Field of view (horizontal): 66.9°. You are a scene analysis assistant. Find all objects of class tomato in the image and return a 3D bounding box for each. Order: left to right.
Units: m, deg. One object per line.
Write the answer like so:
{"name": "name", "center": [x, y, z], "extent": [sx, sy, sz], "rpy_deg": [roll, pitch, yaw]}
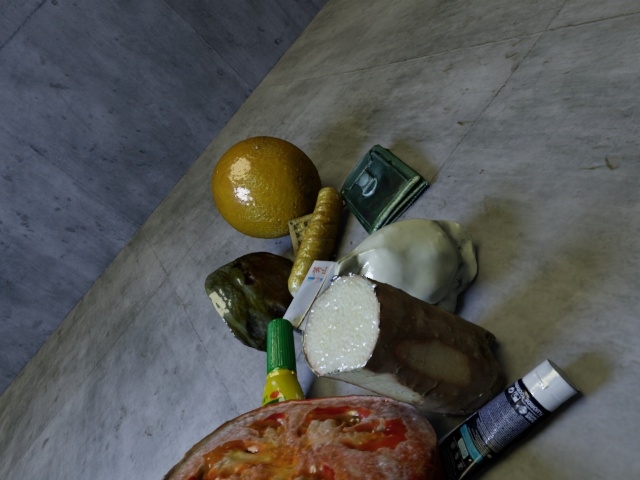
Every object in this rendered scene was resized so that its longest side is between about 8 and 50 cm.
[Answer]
{"name": "tomato", "center": [-0.013, 0.308, 0.562], "extent": [0.338, 0.144, 0.338], "rpy_deg": [-10, 7, 1]}

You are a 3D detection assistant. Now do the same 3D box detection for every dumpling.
{"name": "dumpling", "center": [0.133, 0.051, 0.721], "extent": [0.250, 0.163, 0.132], "rpy_deg": [-22, -1, -21]}

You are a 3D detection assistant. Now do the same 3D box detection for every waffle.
{"name": "waffle", "center": [-0.001, -0.027, 1.165], "extent": [0.152, 0.098, 0.023], "rpy_deg": [-20, 21, -16]}

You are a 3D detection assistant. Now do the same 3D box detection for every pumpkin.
{"name": "pumpkin", "center": [-0.147, 0.083, 1.070], "extent": [0.148, 0.169, 0.312], "rpy_deg": [-47, 28, 9]}

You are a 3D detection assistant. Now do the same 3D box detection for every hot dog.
{"name": "hot dog", "center": [-0.004, 0.000, 1.058], "extent": [0.061, 0.088, 0.286], "rpy_deg": [-12, 52, 37]}

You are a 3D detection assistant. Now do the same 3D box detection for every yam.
{"name": "yam", "center": [0.107, 0.134, 0.588], "extent": [0.129, 0.238, 0.128], "rpy_deg": [18, 83, 61]}

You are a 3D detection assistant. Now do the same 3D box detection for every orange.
{"name": "orange", "center": [-0.136, -0.132, 1.228], "extent": [0.274, 0.274, 0.274], "rpy_deg": [-35, 31, 25]}

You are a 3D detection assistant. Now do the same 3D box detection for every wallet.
{"name": "wallet", "center": [0.124, -0.116, 1.062], "extent": [0.160, 0.055, 0.236], "rpy_deg": [-50, 28, 12]}

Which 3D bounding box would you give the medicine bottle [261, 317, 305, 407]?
{"name": "medicine bottle", "center": [-0.062, 0.252, 0.802], "extent": [0.095, 0.064, 0.261], "rpy_deg": [-39, 40, 33]}

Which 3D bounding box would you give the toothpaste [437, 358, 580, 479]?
{"name": "toothpaste", "center": [0.200, 0.211, 0.554], "extent": [0.193, 0.045, 0.071], "rpy_deg": [-48, 19, 16]}

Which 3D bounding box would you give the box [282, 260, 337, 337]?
{"name": "box", "center": [0.039, 0.115, 0.875], "extent": [0.233, 0.067, 0.150], "rpy_deg": [-2, 52, 55]}
